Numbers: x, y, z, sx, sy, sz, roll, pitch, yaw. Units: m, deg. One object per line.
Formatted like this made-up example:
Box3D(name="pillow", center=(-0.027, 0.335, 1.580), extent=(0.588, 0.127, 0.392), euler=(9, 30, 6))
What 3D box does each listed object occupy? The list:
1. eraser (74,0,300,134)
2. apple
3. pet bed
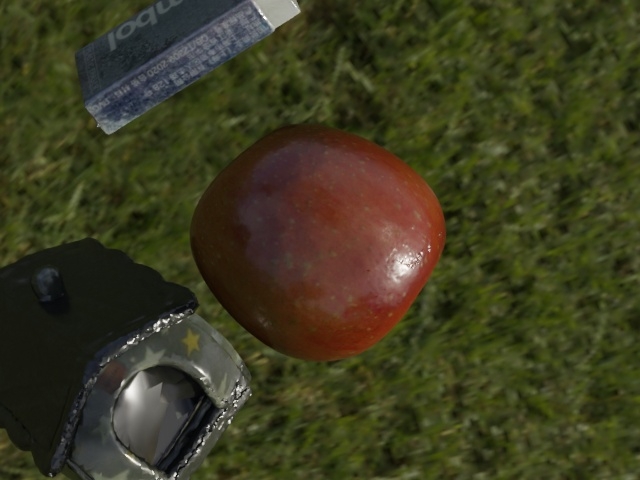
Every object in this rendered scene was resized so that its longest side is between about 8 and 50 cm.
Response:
Box3D(name="eraser", center=(-0.126, -0.188, 1.429), extent=(0.046, 0.212, 0.092), euler=(50, 13, -40))
Box3D(name="apple", center=(0.000, 0.000, 1.170), extent=(0.168, 0.181, 0.181), euler=(41, 59, 4))
Box3D(name="pet bed", center=(-0.187, 0.102, 1.285), extent=(0.183, 0.211, 0.159), euler=(-51, 128, -10))
